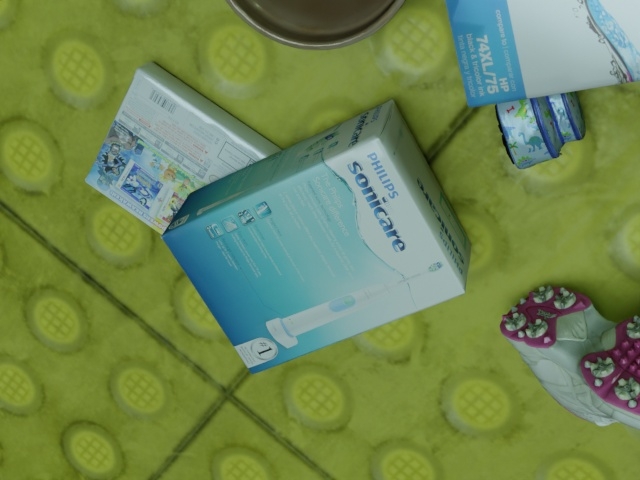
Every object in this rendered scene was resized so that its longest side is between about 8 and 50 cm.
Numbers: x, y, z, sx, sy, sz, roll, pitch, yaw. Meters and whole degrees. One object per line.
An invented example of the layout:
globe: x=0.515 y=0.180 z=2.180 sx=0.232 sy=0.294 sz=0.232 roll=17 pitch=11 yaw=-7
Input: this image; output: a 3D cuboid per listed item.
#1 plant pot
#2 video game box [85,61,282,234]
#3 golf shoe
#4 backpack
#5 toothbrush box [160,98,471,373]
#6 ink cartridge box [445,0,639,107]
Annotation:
plant pot: x=0.001 y=-0.334 z=1.159 sx=0.237 sy=0.110 sz=0.237 roll=7 pitch=120 yaw=13
video game box: x=-0.177 y=-0.095 z=1.380 sx=0.205 sy=0.048 sz=0.187 roll=35 pitch=118 yaw=3
golf shoe: x=0.327 y=0.153 z=1.201 sx=0.115 sy=0.306 sz=0.140 roll=-34 pitch=117 yaw=-11
backpack: x=0.235 y=-0.137 z=1.163 sx=0.084 sy=0.114 sz=0.105 roll=-16 pitch=106 yaw=26
toothbrush box: x=0.000 y=0.000 z=1.281 sx=0.295 sy=0.126 sz=0.216 roll=-24 pitch=111 yaw=23
ink cartridge box: x=0.271 y=-0.266 z=1.042 sx=0.270 sy=0.198 sz=0.197 roll=-6 pitch=111 yaw=24
